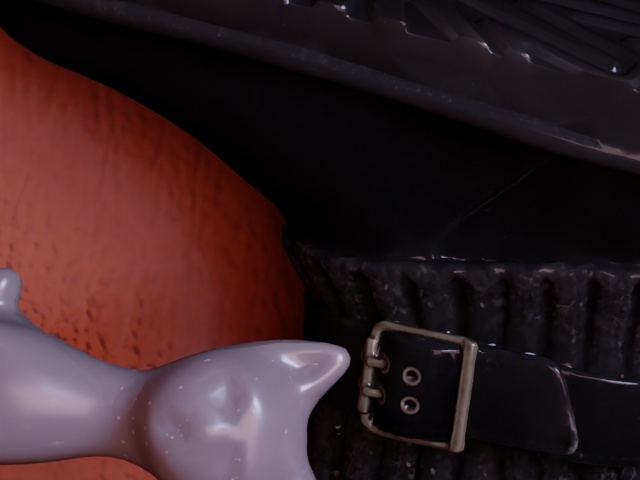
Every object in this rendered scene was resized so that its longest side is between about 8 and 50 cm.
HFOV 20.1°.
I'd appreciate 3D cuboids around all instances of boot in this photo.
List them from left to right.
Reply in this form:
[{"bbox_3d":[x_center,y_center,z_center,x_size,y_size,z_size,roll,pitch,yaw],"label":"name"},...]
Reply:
[{"bbox_3d":[-0.001,0.002,0.711,0.348,0.131,0.260,22,124,16],"label":"boot"}]

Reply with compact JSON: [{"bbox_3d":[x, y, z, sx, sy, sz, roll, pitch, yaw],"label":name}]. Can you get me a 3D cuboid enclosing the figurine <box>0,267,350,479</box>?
[{"bbox_3d":[-0.099,0.118,0.657,0.209,0.092,0.215,10,88,17],"label":"figurine"}]
